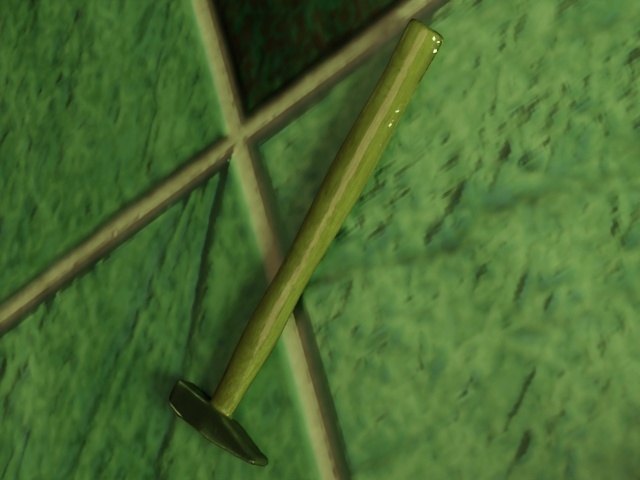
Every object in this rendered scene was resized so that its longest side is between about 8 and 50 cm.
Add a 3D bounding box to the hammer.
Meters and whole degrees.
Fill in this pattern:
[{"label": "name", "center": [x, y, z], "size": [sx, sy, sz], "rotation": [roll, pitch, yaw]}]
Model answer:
[{"label": "hammer", "center": [0.000, 0.000, 0.781], "size": [0.062, 0.013, 0.199], "rotation": [38, 104, 42]}]
